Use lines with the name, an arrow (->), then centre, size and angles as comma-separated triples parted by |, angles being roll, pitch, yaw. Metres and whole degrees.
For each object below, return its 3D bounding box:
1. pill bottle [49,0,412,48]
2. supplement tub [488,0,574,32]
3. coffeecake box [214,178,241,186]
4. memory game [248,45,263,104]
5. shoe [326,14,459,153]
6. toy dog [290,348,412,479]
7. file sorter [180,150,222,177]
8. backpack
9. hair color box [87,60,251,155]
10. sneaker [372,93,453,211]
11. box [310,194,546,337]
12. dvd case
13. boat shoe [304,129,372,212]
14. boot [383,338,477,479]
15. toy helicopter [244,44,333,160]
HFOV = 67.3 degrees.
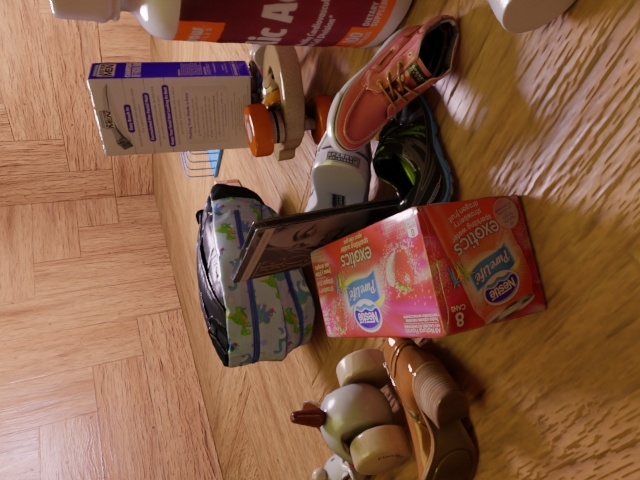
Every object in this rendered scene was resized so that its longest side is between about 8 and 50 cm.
pill bottle -> -0.100, -0.344, 0.549 | 0.224, 0.393, 0.223 | 172, 90, -66
supplement tub -> 0.163, -0.238, 0.398 | 0.071, 0.071, 0.107 | 128, 129, -58
coffeecake box -> -0.242, -0.067, 1.343 | 0.185, 0.068, 0.142 | -126, 36, -47
memory game -> -0.133, -0.362, 1.080 | 0.186, 0.012, 0.186 | 172, 90, -66
shoe -> 0.079, -0.171, 0.522 | 0.177, 0.063, 0.081 | -55, 26, -13
toy dog -> 0.022, 0.323, 0.751 | 0.220, 0.161, 0.333 | -116, 28, -64
file sorter -> -0.383, -0.295, 1.538 | 0.170, 0.105, 0.118 | 121, 135, -55
backpack -> -0.151, 0.093, 1.016 | 0.355, 0.274, 0.289 | -95, 14, -55
hair color box -> -0.333, -0.307, 1.110 | 0.110, 0.339, 0.185 | -113, 22, -46
sneaker -> 0.096, -0.116, 0.573 | 0.067, 0.078, 0.188 | 126, 133, -59
box -> 0.101, 0.041, 0.551 | 0.257, 0.128, 0.122 | -25, 75, 64
dvd case -> 0.000, 0.000, 0.645 | 0.018, 0.222, 0.164 | 70, 153, 19
boat shoe -> 0.027, -0.085, 0.689 | 0.267, 0.096, 0.088 | 80, -157, -72
boot -> 0.133, 0.225, 0.627 | 0.152, 0.073, 0.196 | -134, 40, -64
toy helicopter -> -0.091, -0.259, 0.885 | 0.355, 0.140, 0.234 | -179, 77, -76
